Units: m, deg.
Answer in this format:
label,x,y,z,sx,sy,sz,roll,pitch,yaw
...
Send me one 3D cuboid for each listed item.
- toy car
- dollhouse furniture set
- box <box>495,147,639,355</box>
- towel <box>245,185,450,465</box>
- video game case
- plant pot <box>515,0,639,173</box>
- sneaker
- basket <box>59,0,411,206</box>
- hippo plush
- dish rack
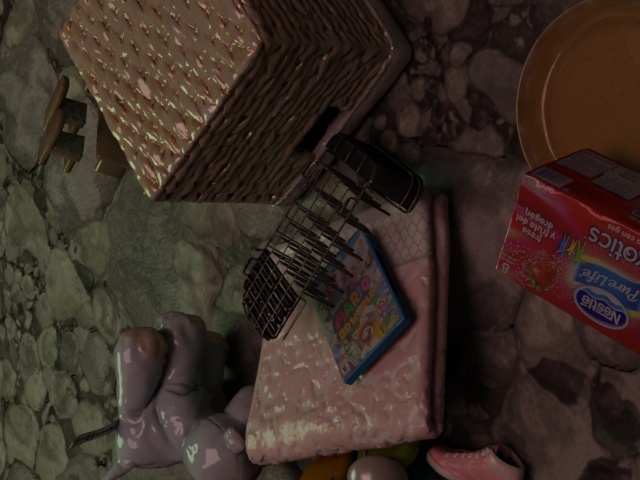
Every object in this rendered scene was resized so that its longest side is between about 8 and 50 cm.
label,x,y,z,sx,sy,sz,roll,pitch,yaw
toy car,0.067,0.305,1.503,0.182,0.159,0.136,-33,112,25
dollhouse furniture set,-0.288,-0.212,1.770,0.161,0.212,0.242,-53,31,38
box,0.321,0.023,1.166,0.256,0.128,0.123,32,125,31
towel,0.030,0.115,1.496,0.331,0.053,0.317,-20,58,47
video game case,0.044,0.077,1.439,0.119,0.015,0.166,-50,39,24
plant pot,0.313,-0.141,1.259,0.236,0.032,0.236,6,98,46
sneaker,0.191,0.265,1.422,0.134,0.051,0.070,28,113,38
basket,-0.120,-0.254,1.541,0.328,0.266,0.331,-49,62,37
hippo plush,-0.175,0.245,1.665,0.236,0.294,0.234,16,128,37
dish rack,0.000,0.000,1.462,0.272,0.074,0.208,-58,22,8
